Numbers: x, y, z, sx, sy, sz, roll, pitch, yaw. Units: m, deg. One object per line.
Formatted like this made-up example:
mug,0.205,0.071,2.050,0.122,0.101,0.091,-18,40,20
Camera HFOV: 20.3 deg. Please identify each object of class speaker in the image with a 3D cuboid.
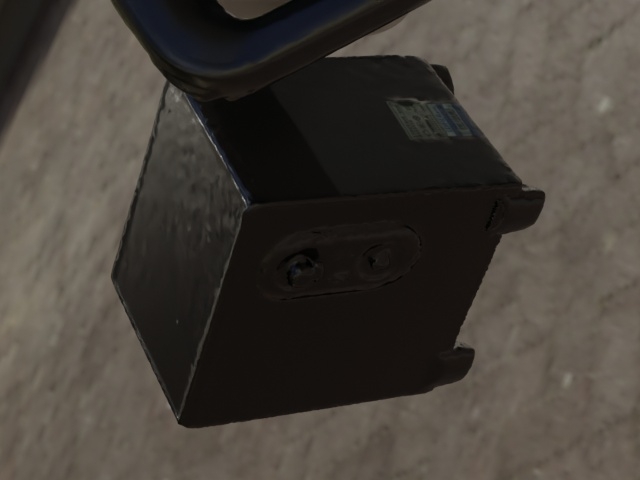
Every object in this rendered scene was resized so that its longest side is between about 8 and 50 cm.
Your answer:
speaker,0.000,0.000,1.372,0.184,0.254,0.232,59,142,39

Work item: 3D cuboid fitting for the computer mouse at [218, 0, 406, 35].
computer mouse,-0.034,-0.312,1.858,0.121,0.297,0.184,116,171,-71

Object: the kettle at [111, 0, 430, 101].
kettle,-0.012,-0.251,0.969,0.308,0.262,0.203,-32,15,-8
